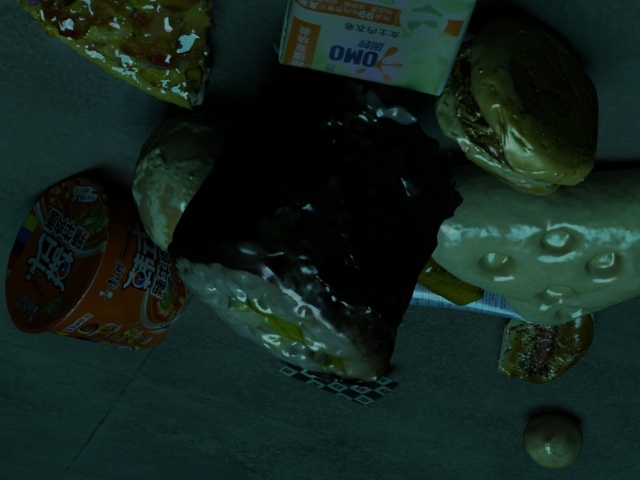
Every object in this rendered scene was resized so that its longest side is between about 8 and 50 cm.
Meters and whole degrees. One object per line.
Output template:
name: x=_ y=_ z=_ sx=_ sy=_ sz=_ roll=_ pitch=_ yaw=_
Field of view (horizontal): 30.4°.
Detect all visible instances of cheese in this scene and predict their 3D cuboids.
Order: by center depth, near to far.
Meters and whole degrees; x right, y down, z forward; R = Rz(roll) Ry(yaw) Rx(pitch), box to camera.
cheese: x=0.341 y=-0.025 z=1.618 sx=0.328 sy=0.130 sz=0.351 roll=-26 pitch=135 yaw=37

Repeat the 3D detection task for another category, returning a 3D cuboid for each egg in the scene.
egg: x=-0.150 y=-0.061 z=1.604 sx=0.203 sy=0.203 sz=0.245 roll=-5 pitch=143 yaw=21

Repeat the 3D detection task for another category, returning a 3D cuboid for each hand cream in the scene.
hand cream: x=0.210 y=0.077 z=1.860 sx=0.271 sy=0.091 sz=0.058 roll=3 pitch=-174 yaw=10

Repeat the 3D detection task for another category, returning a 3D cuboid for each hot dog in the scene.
hot dog: x=0.372 y=0.161 z=1.947 sx=0.144 sy=0.075 sz=0.268 roll=10 pitch=145 yaw=2

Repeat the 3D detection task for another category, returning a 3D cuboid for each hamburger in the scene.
hamburger: x=0.232 y=-0.155 z=1.373 sx=0.213 sy=0.214 sz=0.108 roll=30 pitch=142 yaw=-30

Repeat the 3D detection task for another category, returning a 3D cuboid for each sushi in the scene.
sushi: x=-0.008 y=-0.022 z=1.415 sx=0.281 sy=0.294 sz=0.299 roll=15 pitch=158 yaw=38
sushi: x=0.039 y=0.244 z=2.196 sx=0.201 sy=0.031 sz=0.139 roll=24 pitch=145 yaw=-17

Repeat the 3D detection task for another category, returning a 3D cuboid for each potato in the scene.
potato: x=0.443 y=0.387 z=2.261 sx=0.112 sy=0.112 sz=0.147 roll=-10 pitch=150 yaw=26

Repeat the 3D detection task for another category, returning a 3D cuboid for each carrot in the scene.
carrot: x=0.128 y=-0.005 z=1.711 sx=0.302 sy=0.114 sz=0.114 roll=29 pitch=142 yaw=-33

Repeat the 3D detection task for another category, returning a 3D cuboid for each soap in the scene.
soap: x=0.067 y=-0.274 z=1.280 sx=0.199 sy=0.138 sz=0.182 roll=11 pitch=149 yaw=-5

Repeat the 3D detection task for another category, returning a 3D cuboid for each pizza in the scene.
pizza: x=-0.234 y=-0.292 z=1.360 sx=0.277 sy=0.114 sz=0.409 roll=-4 pitch=148 yaw=29

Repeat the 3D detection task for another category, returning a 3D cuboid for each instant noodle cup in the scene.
instant noodle cup: x=-0.332 y=0.048 z=1.805 sx=0.250 sy=0.250 sz=0.192 roll=-20 pitch=148 yaw=37

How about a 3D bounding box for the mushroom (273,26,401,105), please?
mushroom: x=0.036 y=-0.203 z=1.455 sx=0.092 sy=0.081 sz=0.223 roll=-36 pitch=135 yaw=16
